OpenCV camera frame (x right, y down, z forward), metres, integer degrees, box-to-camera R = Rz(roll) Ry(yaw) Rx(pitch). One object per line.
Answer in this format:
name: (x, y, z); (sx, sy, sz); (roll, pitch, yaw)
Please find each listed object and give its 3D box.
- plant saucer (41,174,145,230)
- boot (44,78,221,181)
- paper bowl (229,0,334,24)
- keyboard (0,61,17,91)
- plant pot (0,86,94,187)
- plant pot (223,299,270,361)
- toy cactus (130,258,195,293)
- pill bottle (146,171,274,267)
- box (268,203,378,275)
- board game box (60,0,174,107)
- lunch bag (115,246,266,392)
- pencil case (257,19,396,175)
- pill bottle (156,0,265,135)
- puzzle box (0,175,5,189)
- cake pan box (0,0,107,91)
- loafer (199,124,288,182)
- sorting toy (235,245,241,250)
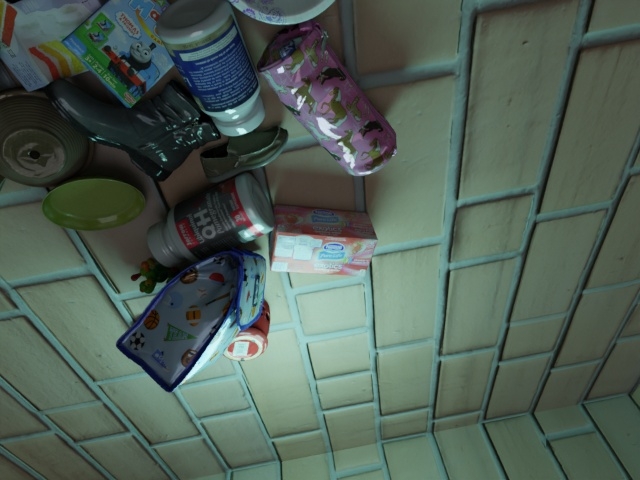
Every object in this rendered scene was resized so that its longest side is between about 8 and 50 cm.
plant saucer: (-0.588, -0.101, 1.108); (0.240, 0.037, 0.241); (-18, 158, -8)
boot: (-0.411, -0.301, 0.979); (0.222, 0.118, 0.338); (-35, 143, 15)
paper bowl: (-0.078, -0.569, 0.787); (0.284, 0.148, 0.284); (-5, 130, -6)
keyboard: (-0.742, -0.425, 0.883); (0.072, 0.014, 0.256); (-9, 130, 5)
plant pot: (-0.646, -0.216, 0.967); (0.237, 0.110, 0.237); (-16, 129, -21)
plant pot: (-0.264, 0.307, 1.467); (0.191, 0.174, 0.191); (-6, 131, -7)
toy cactus: (-0.468, 0.089, 1.279); (0.219, 0.180, 0.112); (-7, 109, 49)
pill bottle: (-0.302, -0.045, 1.164); (0.318, 0.176, 0.176); (-24, 129, 10)
box: (0.000, 0.000, 1.275); (0.299, 0.142, 0.154); (4, 129, -13)
board game box: (-0.380, -0.406, 0.865); (0.211, 0.039, 0.160); (-53, 131, -14)
lunch bag: (-0.308, 0.191, 1.207); (0.239, 0.328, 0.385); (38, 89, 5)
pencil case: (0.029, -0.322, 1.007); (0.160, 0.167, 0.386); (-52, 125, -8)
pill bottle: (-0.218, -0.364, 0.908); (0.153, 0.153, 0.265); (-16, 144, 4)
puzzle box: (-1.044, -0.147, 1.035); (0.408, 0.052, 0.272); (28, 120, -29)
cake pan box: (-0.554, -0.463, 0.837); (0.245, 0.070, 0.267); (-18, 133, 1)
loafer: (-0.200, -0.230, 1.081); (0.251, 0.094, 0.087); (-24, 133, 11)
sorting toy: (-0.292, 0.012, 1.309); (0.101, 0.042, 0.061); (2, 114, 4)
